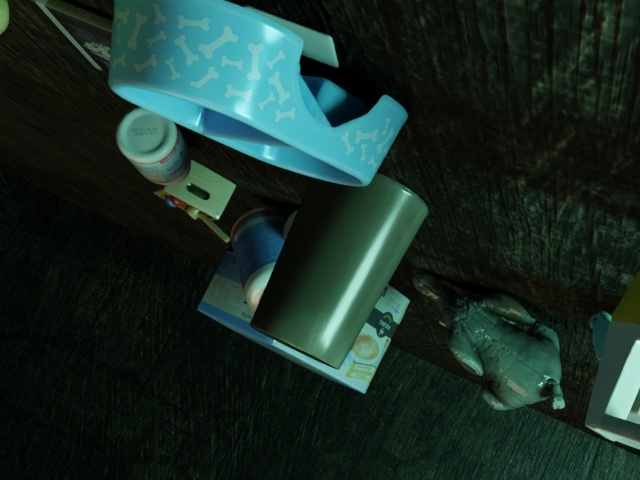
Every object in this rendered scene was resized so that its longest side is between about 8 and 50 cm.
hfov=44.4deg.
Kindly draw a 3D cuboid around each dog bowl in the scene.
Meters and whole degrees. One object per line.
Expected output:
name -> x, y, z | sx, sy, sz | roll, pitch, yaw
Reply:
dog bowl -> -0.050, -0.117, 0.663 | 0.165, 0.074, 0.297 | 15, 177, 39

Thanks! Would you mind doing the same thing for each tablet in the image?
tablet -> -0.025, -0.173, 0.670 | 0.083, 0.006, 0.054 | 24, 170, 13

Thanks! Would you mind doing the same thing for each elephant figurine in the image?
elephant figurine -> 0.261, 0.152, 1.250 | 0.239, 0.169, 0.186 | 44, 137, -11

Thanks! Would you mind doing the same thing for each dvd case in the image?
dvd case -> -0.209, -0.209, 0.915 | 0.221, 0.018, 0.164 | 23, 171, 13

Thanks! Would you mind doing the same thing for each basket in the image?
basket -> 0.016, 0.036, 1.002 | 0.154, 0.227, 0.204 | 29, 169, -16

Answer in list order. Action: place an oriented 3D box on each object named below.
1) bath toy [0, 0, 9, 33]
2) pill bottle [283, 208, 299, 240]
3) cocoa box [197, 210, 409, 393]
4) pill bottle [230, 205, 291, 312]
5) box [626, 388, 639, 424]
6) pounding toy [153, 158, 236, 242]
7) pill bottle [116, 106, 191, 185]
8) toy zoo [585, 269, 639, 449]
bath toy -> -0.378, -0.264, 0.747 | 0.151, 0.129, 0.348 | 29, 169, -15
pill bottle -> 0.000, 0.000, 1.319 | 0.120, 0.067, 0.067 | 34, 167, -38
cocoa box -> -0.027, 0.131, 1.594 | 0.231, 0.228, 0.347 | 18, 167, 40
pill bottle -> -0.077, 0.055, 1.340 | 0.124, 0.124, 0.222 | 34, -155, -39
box -> 0.446, 0.179, 0.934 | 0.170, 0.130, 0.091 | 27, 169, -7
pounding toy -> -0.217, -0.072, 1.398 | 0.141, 0.100, 0.130 | 30, 170, -19
pill bottle -> -0.244, -0.135, 1.181 | 0.087, 0.087, 0.160 | 25, 170, 8
toy zoo -> 0.315, 0.080, 0.578 | 0.030, 0.192, 0.293 | 32, 169, -25
